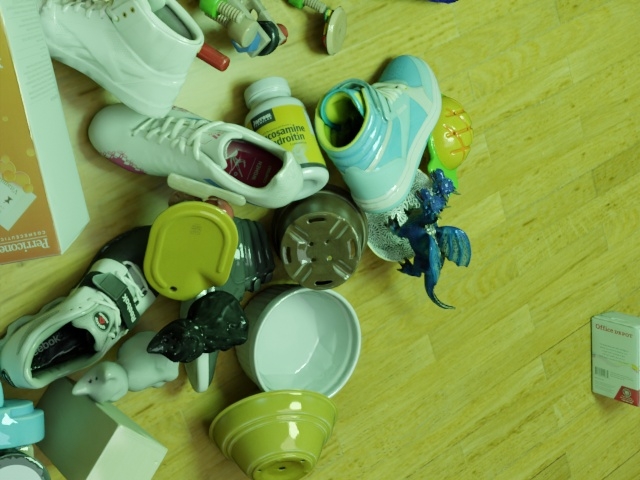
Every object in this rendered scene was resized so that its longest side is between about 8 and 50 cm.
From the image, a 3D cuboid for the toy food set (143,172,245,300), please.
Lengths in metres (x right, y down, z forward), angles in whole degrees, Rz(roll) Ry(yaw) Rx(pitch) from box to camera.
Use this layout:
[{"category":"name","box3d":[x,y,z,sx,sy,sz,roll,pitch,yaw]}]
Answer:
[{"category":"toy food set","box3d":[-0.185,-0.014,1.421,0.128,0.071,0.218,11,124,-14]}]

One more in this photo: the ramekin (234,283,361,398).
[{"category":"ramekin","box3d":[-0.045,0.169,1.628,0.207,0.109,0.207,-6,101,-31]}]

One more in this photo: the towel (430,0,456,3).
[{"category":"towel","box3d":[0.164,-0.455,1.584,0.308,0.227,0.076,-7,85,-32]}]

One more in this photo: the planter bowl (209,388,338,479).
[{"category":"planter bowl","box3d":[-0.069,0.337,1.580,0.217,0.090,0.217,-8,141,-7]}]

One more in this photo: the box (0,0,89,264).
[{"category":"box","box3d":[-0.452,-0.148,1.236,0.215,0.168,0.345,-10,106,1]}]

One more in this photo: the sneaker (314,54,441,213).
[{"category":"sneaker","box3d":[0.094,-0.226,1.576,0.208,0.127,0.319,49,45,-43]}]

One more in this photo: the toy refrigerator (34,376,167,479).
[{"category":"toy refrigerator","box3d":[-0.323,0.283,1.376,0.094,0.269,0.102,36,78,-32]}]

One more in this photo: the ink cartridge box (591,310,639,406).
[{"category":"ink cartridge box","box3d":[0.650,0.249,2.067,0.072,0.127,0.175,-11,104,-32]}]

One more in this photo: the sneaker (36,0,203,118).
[{"category":"sneaker","box3d":[-0.296,-0.311,1.312,0.292,0.169,0.108,32,39,-10]}]

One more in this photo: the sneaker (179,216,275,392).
[{"category":"sneaker","box3d":[-0.145,0.096,1.553,0.147,0.104,0.296,0,94,-27]}]

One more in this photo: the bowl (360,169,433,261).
[{"category":"bowl","box3d":[0.120,-0.051,1.711,0.170,0.080,0.170,-6,101,-31]}]

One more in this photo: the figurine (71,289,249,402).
[{"category":"figurine","box3d":[-0.230,0.159,1.381,0.215,0.209,0.092,-29,86,14]}]

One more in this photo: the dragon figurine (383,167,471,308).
[{"category":"dragon figurine","box3d":[0.195,0.018,1.636,0.085,0.144,0.289,-27,112,-25]}]

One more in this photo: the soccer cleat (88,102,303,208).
[{"category":"soccer cleat","box3d":[-0.180,-0.141,1.393,0.331,0.143,0.116,17,77,4]}]

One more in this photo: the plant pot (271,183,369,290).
[{"category":"plant pot","box3d":[0.000,0.000,1.557,0.167,0.165,0.167,0,100,-1]}]

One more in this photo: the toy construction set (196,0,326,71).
[{"category":"toy construction set","box3d":[-0.149,-0.405,1.427,0.237,0.257,0.309,31,57,11]}]

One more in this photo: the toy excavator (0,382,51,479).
[{"category":"toy excavator","box3d":[-0.582,0.165,1.259,0.433,0.222,0.445,0,84,-31]}]

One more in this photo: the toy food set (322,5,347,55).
[{"category":"toy food set","box3d":[0.023,-0.349,1.608,0.083,0.020,0.083,-18,121,-70]}]

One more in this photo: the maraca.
[{"category":"maraca","box3d":[0.221,-0.172,1.730,0.127,0.099,0.186,23,64,-48]}]

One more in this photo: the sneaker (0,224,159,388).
[{"category":"sneaker","box3d":[-0.319,0.107,1.426,0.330,0.146,0.122,-44,117,-20]}]

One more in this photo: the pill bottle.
[{"category":"pill bottle","box3d":[-0.061,-0.161,1.530,0.103,0.103,0.184,-8,69,-31]}]
